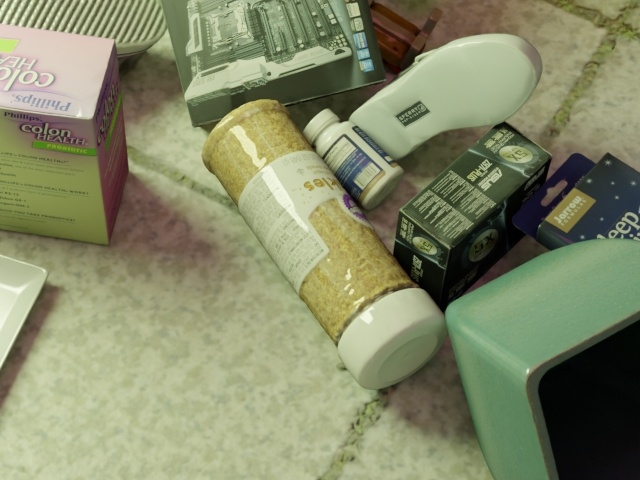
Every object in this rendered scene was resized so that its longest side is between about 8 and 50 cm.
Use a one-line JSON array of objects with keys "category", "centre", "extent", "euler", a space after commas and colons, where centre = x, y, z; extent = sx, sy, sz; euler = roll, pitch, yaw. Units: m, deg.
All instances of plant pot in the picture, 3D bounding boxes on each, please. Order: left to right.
[{"category": "plant pot", "centre": [0.263, 0.136, 1.642], "extent": [0.247, 0.247, 0.252], "euler": [-27, 29, -19]}]

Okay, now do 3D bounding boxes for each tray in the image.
[{"category": "tray", "centre": [-0.417, 0.125, 1.751], "extent": [0.145, 0.030, 0.270], "euler": [17, 58, 8]}]

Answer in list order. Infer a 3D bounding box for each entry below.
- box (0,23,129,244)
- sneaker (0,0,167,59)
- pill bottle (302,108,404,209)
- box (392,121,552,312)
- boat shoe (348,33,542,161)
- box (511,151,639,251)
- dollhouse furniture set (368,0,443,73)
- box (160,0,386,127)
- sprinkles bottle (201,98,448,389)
[{"category": "box", "centre": [-0.337, -0.121, 1.790], "extent": [0.213, 0.243, 0.117], "euler": [8, 57, 3]}, {"category": "sneaker", "centre": [-0.337, -0.238, 1.898], "extent": [0.282, 0.161, 0.102], "euler": [-2, 81, -40]}, {"category": "pill bottle", "centre": [0.036, -0.098, 1.887], "extent": [0.120, 0.067, 0.067], "euler": [44, 65, 11]}, {"category": "box", "centre": [0.170, -0.025, 1.808], "extent": [0.077, 0.147, 0.180], "euler": [39, 62, 21]}, {"category": "boat shoe", "centre": [0.154, -0.180, 1.846], "extent": [0.108, 0.301, 0.102], "euler": [48, 53, -11]}, {"category": "box", "centre": [0.337, -0.009, 1.751], "extent": [0.225, 0.036, 0.136], "euler": [34, 62, 21]}, {"category": "dollhouse furniture set", "centre": [-0.009, -0.372, 2.053], "extent": [0.374, 0.152, 0.201], "euler": [33, 59, -2]}, {"category": "box", "centre": [-0.072, -0.311, 1.902], "extent": [0.242, 0.076, 0.308], "euler": [-13, 95, 3]}, {"category": "sprinkles bottle", "centre": [0.000, 0.000, 1.799], "extent": [0.121, 0.121, 0.355], "euler": [-27, 62, -19]}]
